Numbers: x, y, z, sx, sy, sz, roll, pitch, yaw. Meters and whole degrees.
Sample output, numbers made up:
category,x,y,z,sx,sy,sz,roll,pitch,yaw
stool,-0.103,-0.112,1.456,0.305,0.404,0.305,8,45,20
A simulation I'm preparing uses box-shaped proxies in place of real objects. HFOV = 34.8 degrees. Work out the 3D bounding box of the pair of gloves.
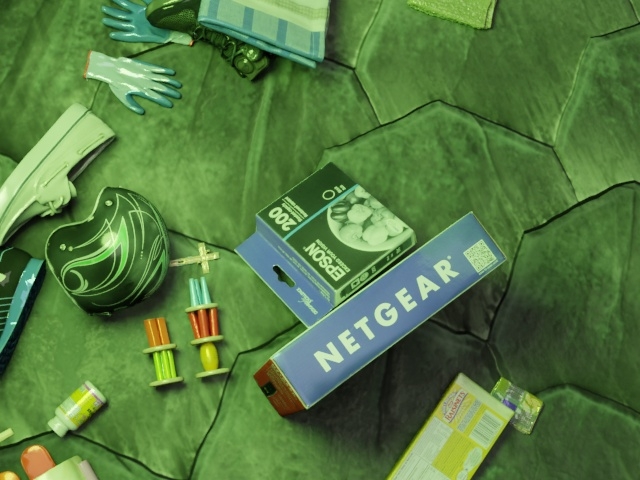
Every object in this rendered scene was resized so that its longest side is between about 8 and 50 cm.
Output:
category,x,y,z,sx,sy,sz,roll,pitch,yaw
pair of gloves,-0.282,-0.298,1.609,0.159,0.023,0.198,16,77,-5

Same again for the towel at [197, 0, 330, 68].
category,x,y,z,sx,sy,sz,roll,pitch,yaw
towel,-0.072,-0.413,1.594,0.209,0.034,0.285,18,57,-17

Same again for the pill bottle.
category,x,y,z,sx,sy,sz,roll,pitch,yaw
pill bottle,-0.354,0.246,1.482,0.083,0.043,0.043,-44,88,-13

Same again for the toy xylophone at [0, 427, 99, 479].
category,x,y,z,sx,sy,sz,roll,pitch,yaw
toy xylophone,-0.454,0.401,1.418,0.322,0.081,0.236,-23,83,-12

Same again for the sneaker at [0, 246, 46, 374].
category,x,y,z,sx,sy,sz,roll,pitch,yaw
sneaker,-0.481,0.118,1.475,0.090,0.081,0.232,20,70,-1

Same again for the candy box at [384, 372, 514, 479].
category,x,y,z,sx,sy,sz,roll,pitch,yaw
candy box,0.196,0.315,1.553,0.105,0.027,0.206,36,80,2

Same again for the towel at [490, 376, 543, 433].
category,x,y,z,sx,sy,sz,roll,pitch,yaw
towel,0.303,0.257,1.593,0.083,0.009,0.060,33,77,-1

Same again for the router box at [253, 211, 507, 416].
category,x,y,z,sx,sy,sz,roll,pitch,yaw
router box,0.069,0.114,1.438,0.335,0.301,0.082,-35,85,-12

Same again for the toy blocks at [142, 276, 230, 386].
category,x,y,z,sx,sy,sz,roll,pitch,yaw
toy blocks,-0.207,0.135,1.520,0.123,0.054,0.148,-9,81,-10

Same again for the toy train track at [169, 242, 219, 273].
category,x,y,z,sx,sy,sz,roll,pitch,yaw
toy train track,-0.196,0.029,1.563,0.083,0.014,0.048,-10,81,-10

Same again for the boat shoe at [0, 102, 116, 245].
category,x,y,z,sx,sy,sz,roll,pitch,yaw
boat shoe,-0.402,-0.083,1.511,0.088,0.096,0.267,34,61,-5

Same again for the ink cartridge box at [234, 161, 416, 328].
category,x,y,z,sx,sy,sz,roll,pitch,yaw
ink cartridge box,0.000,0.000,1.531,0.208,0.045,0.206,-38,53,-12

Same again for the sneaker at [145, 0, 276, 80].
category,x,y,z,sx,sy,sz,roll,pitch,yaw
sneaker,-0.155,-0.321,1.587,0.227,0.087,0.130,-1,77,-25

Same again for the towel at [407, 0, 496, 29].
category,x,y,z,sx,sy,sz,roll,pitch,yaw
towel,0.223,-0.415,1.703,0.148,0.027,0.110,15,78,-6

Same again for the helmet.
category,x,y,z,sx,sy,sz,roll,pitch,yaw
helmet,-0.296,0.013,1.477,0.161,0.169,0.169,-30,85,3
